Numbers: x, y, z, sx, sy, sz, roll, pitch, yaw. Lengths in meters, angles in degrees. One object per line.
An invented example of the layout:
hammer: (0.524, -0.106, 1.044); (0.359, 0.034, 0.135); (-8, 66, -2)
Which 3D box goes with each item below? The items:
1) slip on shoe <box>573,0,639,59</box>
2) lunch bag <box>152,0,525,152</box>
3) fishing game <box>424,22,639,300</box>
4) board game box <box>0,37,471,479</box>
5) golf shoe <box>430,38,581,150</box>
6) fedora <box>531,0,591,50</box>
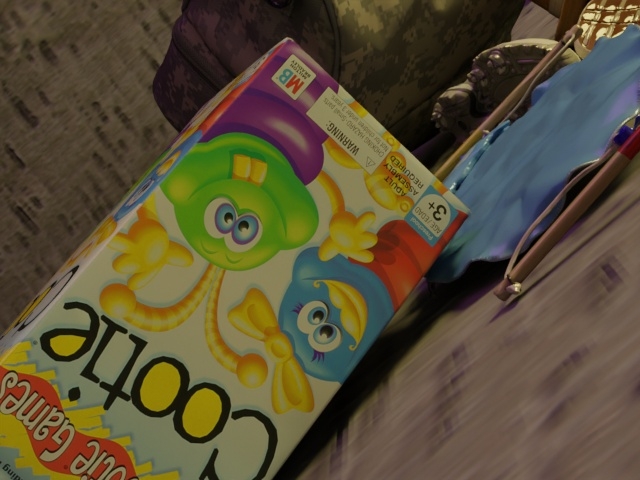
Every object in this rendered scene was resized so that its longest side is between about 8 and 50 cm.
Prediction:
slip on shoe: (0.216, -0.159, 1.066); (0.041, 0.051, 0.135); (86, -152, -46)
lunch bag: (0.035, -0.201, 1.268); (0.305, 0.212, 0.256); (-35, -15, -36)
fishing game: (0.123, -0.040, 0.848); (0.189, 0.041, 0.264); (-48, 12, 5)
board game box: (-0.073, 0.049, 0.811); (0.275, 0.142, 0.144); (-52, 11, -25)
golf shoe: (0.146, -0.117, 1.082); (0.086, 0.069, 0.176); (-38, 6, -22)
fedora: (0.193, -0.233, 1.190); (0.194, 0.079, 0.194); (23, -90, -80)
